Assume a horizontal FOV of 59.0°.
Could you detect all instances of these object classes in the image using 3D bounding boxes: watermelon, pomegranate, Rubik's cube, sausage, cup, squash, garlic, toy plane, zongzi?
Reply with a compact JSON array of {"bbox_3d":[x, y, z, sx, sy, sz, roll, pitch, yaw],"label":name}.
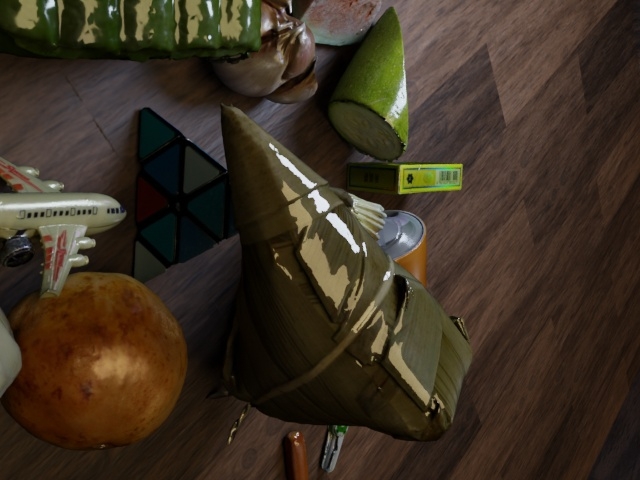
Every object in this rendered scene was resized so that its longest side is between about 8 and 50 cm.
[{"bbox_3d":[0.054,-0.468,0.973,0.213,0.201,0.261,-21,121,-40],"label":"watermelon"},{"bbox_3d":[-0.291,0.153,0.739,0.248,0.248,0.248,-10,105,-43],"label":"pomegranate"},{"bbox_3d":[-0.171,-0.089,0.926,0.234,0.284,0.250,-9,71,-62],"label":"Rubik's cube"},{"bbox_3d":[-0.048,0.447,1.153,0.039,0.041,0.131,-15,108,-37],"label":"sausage"},{"bbox_3d":[0.143,0.085,1.171,0.226,0.182,0.264,-79,156,-53],"label":"cup"},{"bbox_3d":[0.142,-0.307,1.093,0.189,0.189,0.260,47,69,-39],"label":"squash"},{"bbox_3d":[-0.099,-0.299,0.892,0.160,0.191,0.214,-24,129,-12],"label":"garlic"},{"bbox_3d":[-0.348,-0.030,0.699,0.104,0.242,0.256,-40,164,12],"label":"toy plane"},{"bbox_3d":[-0.090,0.072,0.820,0.467,0.500,0.218,54,50,-14],"label":"zongzi"}]

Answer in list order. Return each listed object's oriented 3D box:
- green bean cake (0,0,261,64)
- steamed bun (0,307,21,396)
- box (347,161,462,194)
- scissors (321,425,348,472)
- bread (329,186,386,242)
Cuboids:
[{"bbox_3d":[-0.260,-0.310,0.617,0.319,0.335,0.218,-15,118,-44],"label":"green bean cake"},{"bbox_3d":[-0.479,0.132,0.530,0.339,0.247,0.352,-51,125,-1],"label":"steamed bun"},{"bbox_3d":[0.180,-0.135,1.198,0.220,0.141,0.064,-6,102,-44],"label":"box"},{"bbox_3d":[0.041,0.404,1.243,0.101,0.027,0.204,22,80,-41],"label":"scissors"},{"bbox_3d":[-0.001,0.000,1.002,0.110,0.210,0.192,27,79,-49],"label":"bread"}]
